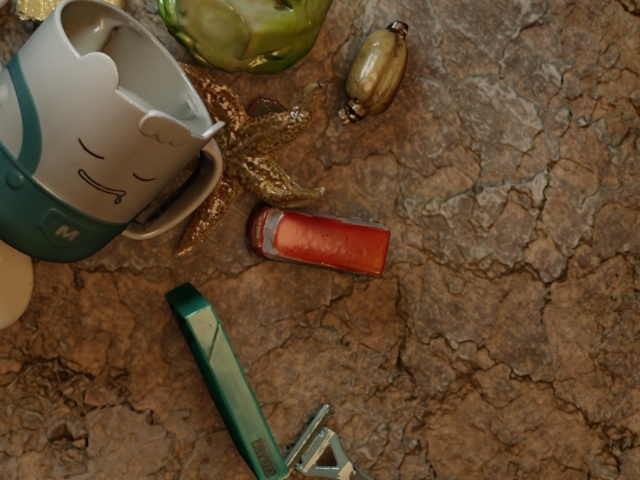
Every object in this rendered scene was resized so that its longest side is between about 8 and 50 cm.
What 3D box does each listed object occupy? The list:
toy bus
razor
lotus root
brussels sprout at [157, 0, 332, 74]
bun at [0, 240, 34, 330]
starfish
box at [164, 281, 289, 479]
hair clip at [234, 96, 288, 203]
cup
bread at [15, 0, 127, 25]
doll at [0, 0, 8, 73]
[{"bbox_3d":[0.000,0.000,1.836,0.174,0.077,0.079,11,91,-20],"label":"toy bus"},{"bbox_3d":[0.078,0.331,1.907,0.278,0.056,0.111,39,81,-18],"label":"razor"},{"bbox_3d":[0.066,-0.203,1.847,0.072,0.063,0.152,42,73,-45],"label":"lotus root"},{"bbox_3d":[-0.086,-0.287,1.721,0.223,0.161,0.223,15,59,-26],"label":"brussels sprout"},{"bbox_3d":[-0.400,0.039,1.697,0.138,0.094,0.138,10,77,-52],"label":"bun"},{"bbox_3d":[-0.107,-0.106,1.764,0.235,0.062,0.277,40,111,-2],"label":"starfish"},{"bbox_3d":[-0.113,0.168,1.769,0.042,0.161,0.226,-26,104,-11],"label":"box"},{"bbox_3d":[-0.088,-0.111,1.822,0.054,0.022,0.137,30,94,-19],"label":"hair clip"},{"bbox_3d":[-0.244,-0.102,1.655,0.257,0.219,0.289,-45,135,19],"label":"cup"},{"bbox_3d":[-0.281,-0.286,1.711,0.125,0.082,0.106,9,82,-10],"label":"bread"},{"bbox_3d":[-0.410,-0.240,1.670,0.161,0.059,0.160,23,79,-20],"label":"doll"}]
